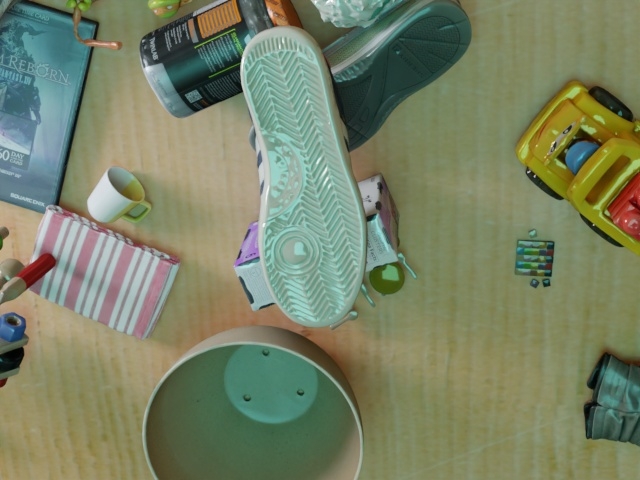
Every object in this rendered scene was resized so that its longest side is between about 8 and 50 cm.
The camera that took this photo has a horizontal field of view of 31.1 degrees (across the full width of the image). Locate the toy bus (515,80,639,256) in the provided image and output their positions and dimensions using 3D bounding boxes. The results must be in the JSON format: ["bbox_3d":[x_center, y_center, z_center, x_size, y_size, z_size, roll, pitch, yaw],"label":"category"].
[{"bbox_3d":[0.358,-0.071,1.399,0.220,0.211,0.149,36,110,-5],"label":"toy bus"}]

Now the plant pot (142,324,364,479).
[{"bbox_3d":[-0.077,0.228,1.553,0.284,0.191,0.284,2,109,6],"label":"plant pot"}]

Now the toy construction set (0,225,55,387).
[{"bbox_3d":[-0.518,0.125,1.521,0.309,0.237,0.257,-33,100,22],"label":"toy construction set"}]

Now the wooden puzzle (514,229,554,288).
[{"bbox_3d":[0.287,0.025,1.545,0.049,0.006,0.083,3,109,4],"label":"wooden puzzle"}]

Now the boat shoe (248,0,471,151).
[{"bbox_3d":[0.045,-0.207,1.451,0.320,0.103,0.118,-36,121,21],"label":"boat shoe"}]

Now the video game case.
[{"bbox_3d":[-0.419,-0.186,1.533,0.196,0.026,0.274,17,111,-1],"label":"video game case"}]

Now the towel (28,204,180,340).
[{"bbox_3d":[-0.305,0.045,1.594,0.197,0.029,0.144,24,119,-3],"label":"towel"}]

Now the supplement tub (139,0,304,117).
[{"bbox_3d":[-0.119,-0.239,1.436,0.190,0.117,0.117,-22,106,12],"label":"supplement tub"}]

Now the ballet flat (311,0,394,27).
[{"bbox_3d":[-0.010,-0.444,1.327,0.147,0.147,0.409,-26,101,14],"label":"ballet flat"}]

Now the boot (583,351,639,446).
[{"bbox_3d":[0.453,0.181,1.548,0.161,0.083,0.246,17,108,6],"label":"boot"}]

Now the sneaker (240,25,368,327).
[{"bbox_3d":[-0.013,-0.078,1.356,0.131,0.148,0.350,-4,102,5],"label":"sneaker"}]

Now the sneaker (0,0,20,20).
[{"bbox_3d":[-0.451,-0.279,1.426,0.110,0.122,0.283,36,108,-7],"label":"sneaker"}]

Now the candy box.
[{"bbox_3d":[0.000,0.000,1.481,0.196,0.165,0.070,-20,108,11],"label":"candy box"}]

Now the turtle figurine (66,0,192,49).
[{"bbox_3d":[-0.207,-0.367,1.417,0.269,0.087,0.217,-17,99,20],"label":"turtle figurine"}]

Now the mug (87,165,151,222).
[{"bbox_3d":[-0.274,-0.051,1.548,0.078,0.062,0.064,46,115,-3],"label":"mug"}]

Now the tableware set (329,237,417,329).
[{"bbox_3d":[0.047,0.046,1.570,0.154,0.024,0.104,-33,100,16],"label":"tableware set"}]
